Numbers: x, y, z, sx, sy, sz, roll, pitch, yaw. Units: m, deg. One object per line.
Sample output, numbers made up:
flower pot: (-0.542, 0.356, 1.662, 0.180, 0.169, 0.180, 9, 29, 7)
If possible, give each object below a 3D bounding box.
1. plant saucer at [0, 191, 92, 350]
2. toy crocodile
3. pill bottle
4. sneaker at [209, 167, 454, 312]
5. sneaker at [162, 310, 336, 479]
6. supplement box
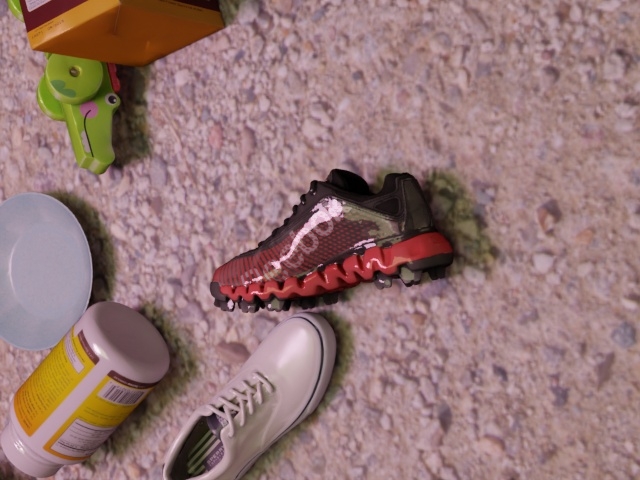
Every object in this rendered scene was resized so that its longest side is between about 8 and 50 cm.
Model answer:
plant saucer: (-0.344, 0.038, 1.526, 0.195, 0.037, 0.195, 1, 91, 30)
toy crocodile: (-0.294, -0.244, 1.462, 0.115, 0.105, 0.340, 141, 113, -69)
pill bottle: (-0.280, 0.179, 1.445, 0.215, 0.117, 0.117, -47, 69, 22)
sneaker: (0.000, 0.000, 1.294, 0.276, 0.098, 0.135, -15, 84, 27)
sneaker: (-0.077, 0.185, 1.343, 0.094, 0.091, 0.258, 43, 110, 22)
supplement box: (-0.231, -0.312, 1.367, 0.129, 0.191, 0.194, -19, 82, 29)
